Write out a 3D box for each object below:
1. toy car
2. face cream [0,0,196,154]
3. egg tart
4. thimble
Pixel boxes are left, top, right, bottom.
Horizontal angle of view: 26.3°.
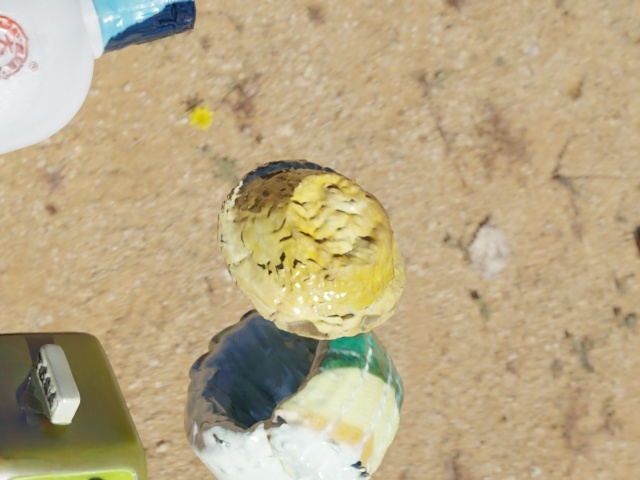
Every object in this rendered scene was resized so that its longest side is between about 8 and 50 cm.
[{"bbox_3d":[-0.187,0.154,0.848,0.204,0.198,0.248,2,42,-32],"label":"toy car"},{"bbox_3d":[-0.255,-0.140,1.005,0.336,0.080,0.163,-19,108,-21],"label":"face cream"},{"bbox_3d":[0.000,0.000,0.835,0.129,0.049,0.129,13,55,-20],"label":"egg tart"},{"bbox_3d":[-0.031,0.198,1.649,0.254,0.288,0.167,-31,119,9],"label":"thimble"}]
